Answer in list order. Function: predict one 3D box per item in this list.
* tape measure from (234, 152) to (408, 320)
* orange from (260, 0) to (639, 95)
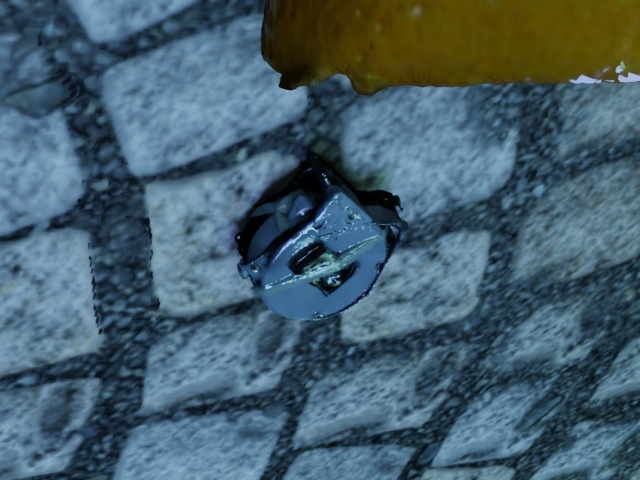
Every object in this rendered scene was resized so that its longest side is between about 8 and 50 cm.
[{"bbox_3d":[-0.001,0.002,0.748,0.091,0.054,0.094,23,117,-38],"label":"tape measure"},{"bbox_3d":[0.145,-0.135,0.531,0.310,0.274,0.274,21,121,-29],"label":"orange"}]
